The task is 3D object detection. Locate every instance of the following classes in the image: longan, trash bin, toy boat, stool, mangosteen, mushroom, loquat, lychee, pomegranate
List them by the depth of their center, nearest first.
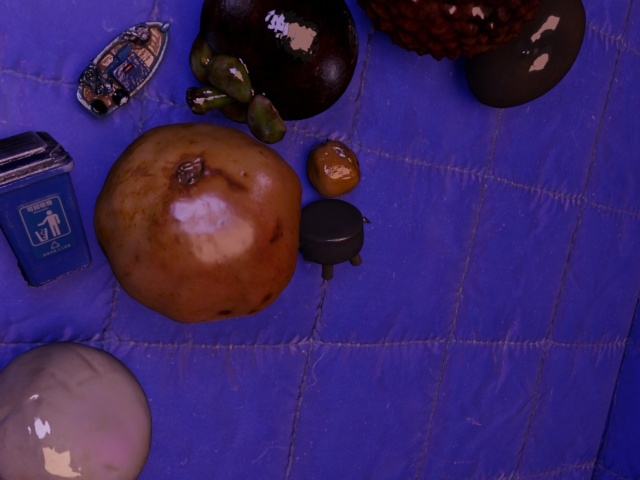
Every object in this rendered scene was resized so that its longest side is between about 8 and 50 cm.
[{"bbox_3d":[-0.498,-0.059,1.077,0.162,0.184,0.234,-25,126,-26],"label":"trash bin"},{"bbox_3d":[-0.476,0.343,1.106,0.356,0.315,0.315,-21,113,-31],"label":"mushroom"},{"bbox_3d":[-0.353,-0.322,1.138,0.223,0.097,0.100,-52,127,-11],"label":"toy boat"},{"bbox_3d":[-0.219,-0.022,1.156,0.410,0.410,0.410,-9,107,-32],"label":"pomegranate"},{"bbox_3d":[-0.085,-0.364,1.177,0.330,0.330,0.330,-9,107,-32],"label":"mangosteen"},{"bbox_3d":[0.248,-0.613,1.287,0.500,0.424,0.424,44,76,-18],"label":"lychee"},{"bbox_3d":[0.029,-0.166,1.433,0.137,0.113,0.137,-2,103,-8],"label":"loquat"},{"bbox_3d":[0.000,-0.006,1.443,0.153,0.228,0.139,-75,165,-48],"label":"stool"},{"bbox_3d":[0.517,-0.498,1.583,0.288,0.288,0.350,29,96,-35],"label":"longan"}]
